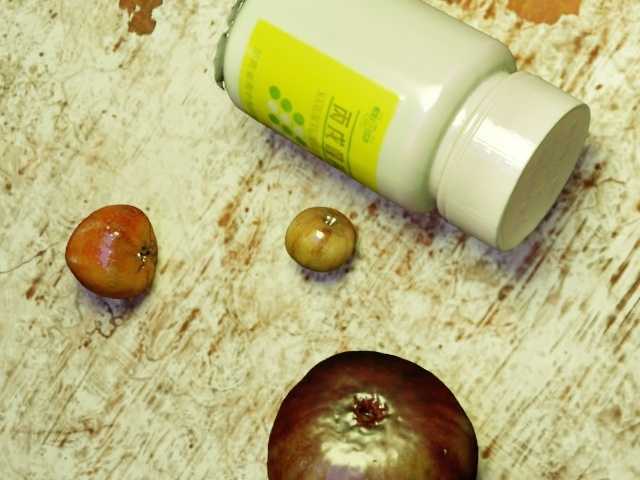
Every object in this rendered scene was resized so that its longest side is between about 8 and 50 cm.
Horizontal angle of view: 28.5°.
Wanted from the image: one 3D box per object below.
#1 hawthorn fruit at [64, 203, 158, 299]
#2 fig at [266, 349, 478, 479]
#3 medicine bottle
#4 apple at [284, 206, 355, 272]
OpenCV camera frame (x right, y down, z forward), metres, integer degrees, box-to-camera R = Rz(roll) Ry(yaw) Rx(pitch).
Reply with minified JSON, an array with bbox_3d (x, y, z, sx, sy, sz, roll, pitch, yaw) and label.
[{"bbox_3d":[-0.264,0.012,1.603,0.128,0.128,0.128,-1,87,24],"label":"hawthorn fruit"},{"bbox_3d":[0.057,0.239,1.411,0.235,0.214,0.235,-16,55,23],"label":"fig"},{"bbox_3d":[0.090,-0.159,1.400,0.379,0.213,0.213,32,100,22],"label":"medicine bottle"},{"bbox_3d":[0.000,0.000,1.506,0.084,0.084,0.071,34,127,21],"label":"apple"}]
